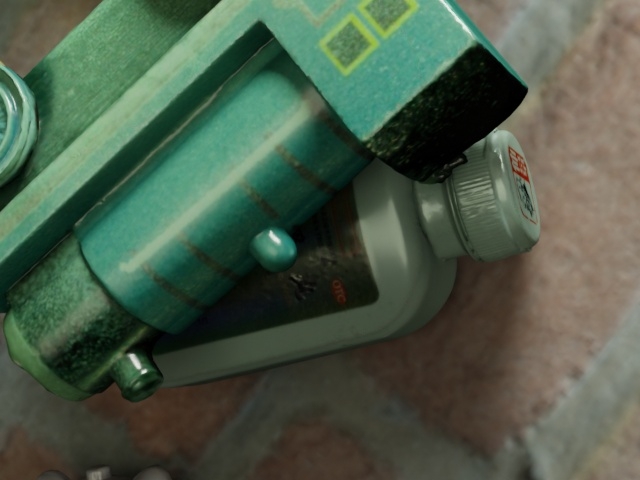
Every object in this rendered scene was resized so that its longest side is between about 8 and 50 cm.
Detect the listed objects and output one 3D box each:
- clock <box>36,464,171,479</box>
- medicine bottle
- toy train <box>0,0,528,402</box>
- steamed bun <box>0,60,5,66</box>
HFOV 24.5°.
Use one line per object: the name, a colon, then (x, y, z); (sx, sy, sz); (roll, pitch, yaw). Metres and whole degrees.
clock: (-0.158, 0.193, 0.857); (0.176, 0.080, 0.117); (-11, 90, 18)
medicine bottle: (0.000, 0.000, 0.790); (0.229, 0.083, 0.121); (-14, 81, 18)
toy train: (-0.062, -0.055, 0.721); (0.298, 0.120, 0.194); (-42, 70, 11)
steamed bun: (-0.298, -0.044, 0.792); (0.273, 0.166, 0.232); (24, 98, -29)
